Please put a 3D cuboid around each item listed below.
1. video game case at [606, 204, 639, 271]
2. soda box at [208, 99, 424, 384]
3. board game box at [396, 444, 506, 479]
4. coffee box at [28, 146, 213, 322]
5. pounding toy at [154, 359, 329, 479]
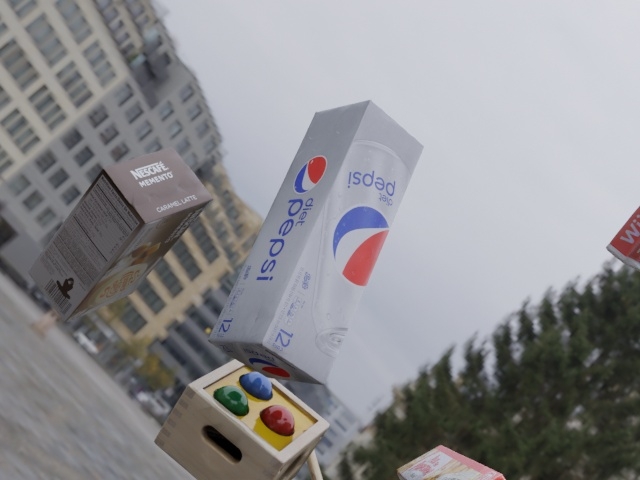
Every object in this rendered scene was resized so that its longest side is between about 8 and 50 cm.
[{"bbox_3d":[0.387,-0.079,0.917,0.204,0.285,0.025,19,21,-51],"label":"video game case"},{"bbox_3d":[0.000,0.000,1.066,0.091,0.286,0.098,37,-24,-31],"label":"soda box"},{"bbox_3d":[0.117,0.223,0.708,0.147,0.045,0.193,62,-7,3],"label":"board game box"},{"bbox_3d":[-0.280,-0.007,1.441,0.098,0.141,0.246,52,-53,9],"label":"coffee box"},{"bbox_3d":[-0.042,0.211,1.131,0.181,0.094,0.206,37,21,14],"label":"pounding toy"}]
